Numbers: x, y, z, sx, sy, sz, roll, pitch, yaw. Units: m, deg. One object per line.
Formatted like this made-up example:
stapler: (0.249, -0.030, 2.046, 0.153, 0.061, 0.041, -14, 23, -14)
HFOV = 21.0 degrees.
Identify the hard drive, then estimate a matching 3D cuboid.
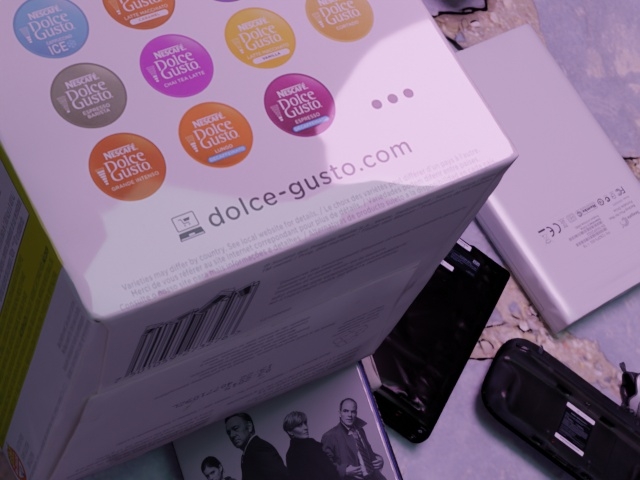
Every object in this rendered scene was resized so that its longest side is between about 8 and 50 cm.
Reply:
hard drive: (0.234, -0.072, 1.827, 0.203, 0.040, 0.307, -26, 77, -37)

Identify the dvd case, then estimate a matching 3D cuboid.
dvd case: (-0.040, 0.157, 1.486, 0.179, 0.029, 0.238, -21, 71, 6)

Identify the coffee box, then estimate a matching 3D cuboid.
coffee box: (-0.121, -0.064, 1.315, 0.338, 0.338, 0.334, -21, 70, -25)

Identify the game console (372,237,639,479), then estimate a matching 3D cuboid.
game console: (0.177, 0.143, 1.675, 0.361, 0.044, 0.213, 36, 54, -6)

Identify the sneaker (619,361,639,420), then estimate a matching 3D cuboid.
sneaker: (0.334, 0.140, 1.763, 0.069, 0.038, 0.098, 36, 52, -8)

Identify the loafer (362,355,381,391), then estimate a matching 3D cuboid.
loafer: (0.000, 0.000, 1.595, 0.111, 0.112, 0.319, -9, 71, 11)
